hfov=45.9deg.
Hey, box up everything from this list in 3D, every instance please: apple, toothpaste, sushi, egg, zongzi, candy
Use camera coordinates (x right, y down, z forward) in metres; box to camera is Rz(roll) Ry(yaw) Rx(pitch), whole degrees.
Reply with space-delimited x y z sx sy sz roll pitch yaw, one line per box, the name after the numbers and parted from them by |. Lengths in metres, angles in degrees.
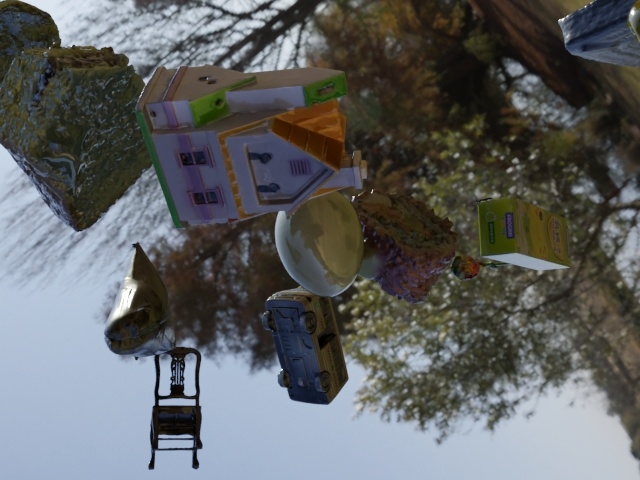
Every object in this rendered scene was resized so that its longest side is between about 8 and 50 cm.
0.604 -0.403 1.379 0.089 0.074 0.089 47 -157 -28 | apple
0.418 -0.009 1.532 0.327 0.077 0.110 11 -107 -53 | toothpaste
0.162 0.012 1.727 0.270 0.171 0.236 39 -141 22 | sushi
0.000 0.000 1.596 0.186 0.186 0.242 13 -121 -71 | egg
-0.355 0.105 1.449 0.221 0.112 0.242 83 177 -82 | zongzi
0.382 0.055 1.706 0.201 0.060 0.060 -4 -134 -24 | candy

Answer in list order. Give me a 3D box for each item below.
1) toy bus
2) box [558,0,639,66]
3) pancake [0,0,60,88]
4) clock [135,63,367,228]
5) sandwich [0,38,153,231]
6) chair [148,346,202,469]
-0.029 0.252 1.877 0.157 0.139 0.289 -36 -63 -51 | toy bus
0.719 -0.459 1.543 0.359 0.350 0.091 -1 -99 -34 | box
-0.675 -0.407 1.629 0.037 0.253 0.253 44 -173 27 | pancake
-0.088 -0.149 1.156 0.166 0.309 0.235 -81 -15 -49 | clock
-0.421 -0.202 1.332 0.131 0.262 0.325 34 159 26 | sandwich
-0.302 0.350 1.587 0.106 0.113 0.229 4 -129 -13 | chair
